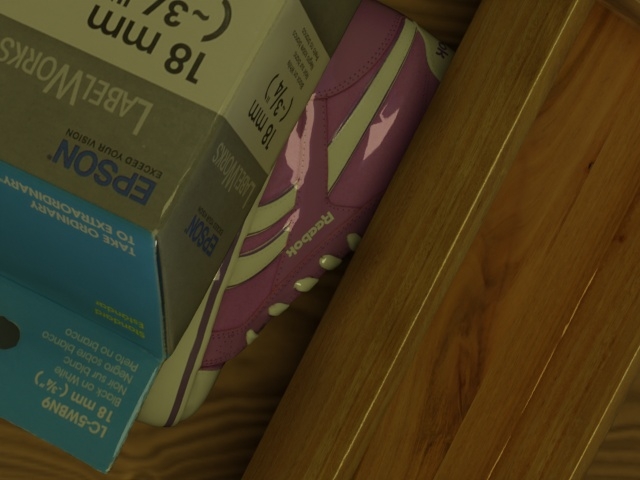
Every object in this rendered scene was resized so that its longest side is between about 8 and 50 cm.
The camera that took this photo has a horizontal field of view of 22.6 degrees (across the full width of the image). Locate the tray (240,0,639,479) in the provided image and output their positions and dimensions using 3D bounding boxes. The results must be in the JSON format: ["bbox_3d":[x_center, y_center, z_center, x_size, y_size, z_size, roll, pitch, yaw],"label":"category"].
[{"bbox_3d":[0.103,0.048,0.935,0.202,0.076,0.411,23,96,-43],"label":"tray"}]

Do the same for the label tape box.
[{"bbox_3d":[-0.143,-0.085,0.826,0.240,0.106,0.334,25,82,15],"label":"label tape box"}]

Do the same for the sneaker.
[{"bbox_3d":[0.000,0.000,0.942,0.161,0.102,0.282,24,94,-15],"label":"sneaker"}]

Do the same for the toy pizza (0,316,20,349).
[{"bbox_3d":[-0.213,-0.019,0.935,0.201,0.032,0.201,-1,97,-13],"label":"toy pizza"}]
